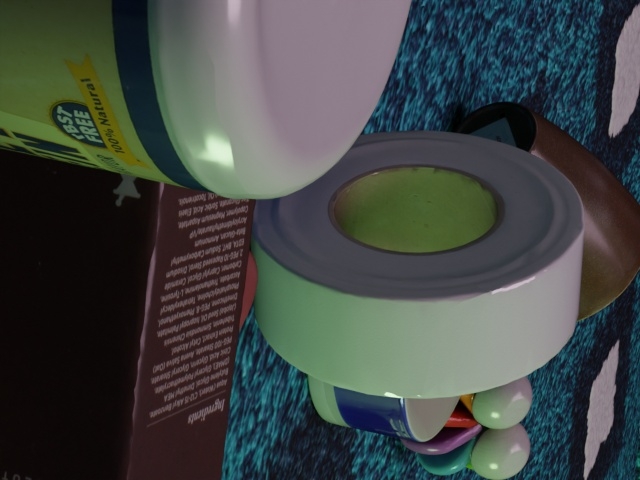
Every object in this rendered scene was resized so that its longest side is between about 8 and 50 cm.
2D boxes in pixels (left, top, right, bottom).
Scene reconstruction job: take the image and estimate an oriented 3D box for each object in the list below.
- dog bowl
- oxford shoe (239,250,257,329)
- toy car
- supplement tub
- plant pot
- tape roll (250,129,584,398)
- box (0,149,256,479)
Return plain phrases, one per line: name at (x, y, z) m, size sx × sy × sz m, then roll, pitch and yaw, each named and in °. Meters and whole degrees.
dog bowl at (0.085, 0.068, 1.782) m, size 0.265 × 0.104 × 0.265 m, roll 12°, pitch 90°, yaw -70°
oxford shoe at (-0.159, 0.103, 1.186) m, size 0.130 × 0.123 × 0.348 m, roll 57°, pitch 41°, yaw -42°
toy car at (0.152, 0.194, 2.006) m, size 0.136 × 0.159 × 0.182 m, roll -21°, pitch 128°, yaw -25°
supplement tub at (-0.133, -0.153, 0.789) m, size 0.228 × 0.316 × 0.228 m, roll 12°, pitch 90°, yaw -69°
plant pot at (0.239, -0.049, 2.019) m, size 0.230 × 0.215 × 0.215 m, roll 50°, pitch 53°, yaw -46°
tape roll at (0.080, 0.012, 1.490) m, size 0.286 × 0.286 × 0.100 m, roll -51°, pitch 146°, yaw -50°
box at (-0.148, -0.022, 1.009) m, size 0.143 × 0.191 × 0.381 m, roll -20°, pitch 119°, yaw -66°
